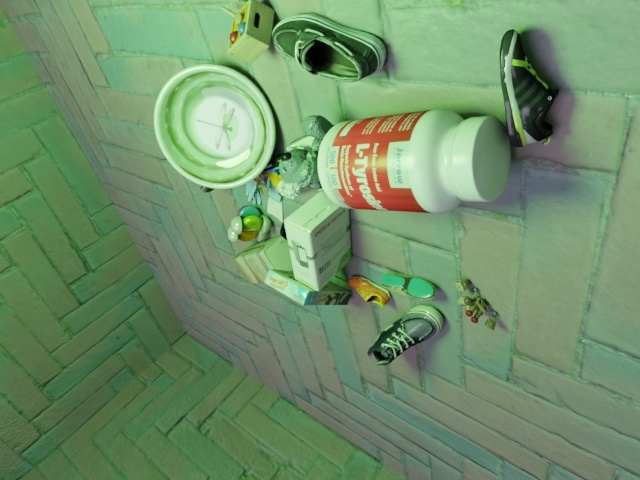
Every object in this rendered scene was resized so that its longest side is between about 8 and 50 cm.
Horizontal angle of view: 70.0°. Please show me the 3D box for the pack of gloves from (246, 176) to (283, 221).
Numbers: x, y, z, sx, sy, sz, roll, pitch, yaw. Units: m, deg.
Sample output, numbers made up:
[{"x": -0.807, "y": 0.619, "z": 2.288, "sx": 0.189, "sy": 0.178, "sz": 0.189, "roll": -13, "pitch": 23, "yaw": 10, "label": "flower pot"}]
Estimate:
[{"x": -0.225, "y": -0.184, "z": 1.733, "sx": 0.195, "sy": 0.046, "sz": 0.232, "roll": 35, "pitch": 146, "yaw": 20, "label": "pack of gloves"}]

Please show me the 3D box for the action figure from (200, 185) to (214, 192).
[{"x": -0.398, "y": -0.315, "z": 1.749, "sx": 0.185, "sy": 0.099, "sz": 0.285, "roll": 51, "pitch": 133, "yaw": 7, "label": "action figure"}]

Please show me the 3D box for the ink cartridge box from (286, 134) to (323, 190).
[{"x": -0.005, "y": -0.247, "z": 1.424, "sx": 0.145, "sy": 0.045, "sz": 0.179, "roll": -9, "pitch": 127, "yaw": 52, "label": "ink cartridge box"}]

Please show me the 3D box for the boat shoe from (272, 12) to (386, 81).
[{"x": -0.007, "y": -0.466, "z": 1.106, "sx": 0.335, "sy": 0.119, "sz": 0.121, "roll": 24, "pitch": 141, "yaw": 32, "label": "boat shoe"}]

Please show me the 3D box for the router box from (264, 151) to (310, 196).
[{"x": -0.108, "y": -0.226, "z": 1.548, "sx": 0.179, "sy": 0.046, "sz": 0.133, "roll": -10, "pitch": 117, "yaw": 54, "label": "router box"}]

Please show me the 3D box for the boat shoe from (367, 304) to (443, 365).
[{"x": 0.289, "y": 0.346, "z": 1.595, "sx": 0.127, "sy": 0.158, "sz": 0.340, "roll": 44, "pitch": 148, "yaw": 6, "label": "boat shoe"}]

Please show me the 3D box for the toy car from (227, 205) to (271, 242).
[{"x": -0.296, "y": -0.074, "z": 1.868, "sx": 0.182, "sy": 0.159, "sz": 0.136, "roll": 129, "pitch": 134, "yaw": -58, "label": "toy car"}]

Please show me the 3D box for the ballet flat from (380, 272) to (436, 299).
[{"x": 0.292, "y": 0.153, "z": 1.489, "sx": 0.206, "sy": 0.073, "sz": 0.067, "roll": 17, "pitch": 164, "yaw": 42, "label": "ballet flat"}]

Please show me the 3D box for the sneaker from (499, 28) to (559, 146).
[{"x": 0.403, "y": -0.292, "z": 0.880, "sx": 0.097, "sy": 0.084, "sz": 0.235, "roll": -7, "pitch": 124, "yaw": 24, "label": "sneaker"}]

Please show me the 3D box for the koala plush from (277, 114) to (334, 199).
[{"x": -0.032, "y": -0.210, "z": 1.288, "sx": 0.221, "sy": 0.196, "sz": 0.203, "roll": -8, "pitch": 159, "yaw": 43, "label": "koala plush"}]

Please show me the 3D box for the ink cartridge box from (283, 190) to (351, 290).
[{"x": 0.000, "y": 0.000, "z": 1.524, "sx": 0.115, "sy": 0.198, "sz": 0.273, "roll": 26, "pitch": 142, "yaw": 31, "label": "ink cartridge box"}]

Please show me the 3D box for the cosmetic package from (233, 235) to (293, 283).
[{"x": -0.230, "y": 0.087, "z": 1.951, "sx": 0.296, "sy": 0.129, "sz": 0.153, "roll": -16, "pitch": 111, "yaw": 54, "label": "cosmetic package"}]

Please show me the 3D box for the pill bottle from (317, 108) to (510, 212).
[{"x": 0.206, "y": -0.180, "z": 1.065, "sx": 0.407, "sy": 0.229, "sz": 0.229, "roll": 7, "pitch": 130, "yaw": 46, "label": "pill bottle"}]

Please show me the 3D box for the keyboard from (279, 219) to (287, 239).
[{"x": -0.077, "y": 0.002, "z": 1.785, "sx": 0.192, "sy": 0.038, "sz": 0.100, "roll": 36, "pitch": 123, "yaw": 19, "label": "keyboard"}]

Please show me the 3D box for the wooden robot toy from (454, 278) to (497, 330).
[{"x": 0.440, "y": 0.196, "z": 1.348, "sx": 0.173, "sy": 0.076, "sz": 0.079, "roll": 50, "pitch": 158, "yaw": -4, "label": "wooden robot toy"}]

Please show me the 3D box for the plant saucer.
[{"x": -0.338, "y": -0.372, "z": 1.507, "sx": 0.400, "sy": 0.100, "sz": 0.400, "roll": 2, "pitch": 115, "yaw": 5, "label": "plant saucer"}]

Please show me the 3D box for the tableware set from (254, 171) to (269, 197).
[{"x": -0.219, "y": -0.231, "z": 1.630, "sx": 0.104, "sy": 0.024, "sz": 0.154, "roll": 35, "pitch": 152, "yaw": 44, "label": "tableware set"}]

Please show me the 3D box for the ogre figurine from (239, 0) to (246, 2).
[{"x": -0.231, "y": -0.709, "z": 1.139, "sx": 0.118, "sy": 0.097, "sz": 0.197, "roll": 19, "pitch": 125, "yaw": 64, "label": "ogre figurine"}]

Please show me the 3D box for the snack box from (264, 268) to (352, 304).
[{"x": -0.037, "y": 0.176, "z": 1.697, "sx": 0.187, "sy": 0.060, "sz": 0.322, "roll": 25, "pitch": -174, "yaw": 32, "label": "snack box"}]

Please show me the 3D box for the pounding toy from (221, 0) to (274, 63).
[{"x": -0.201, "y": -0.569, "z": 1.216, "sx": 0.100, "sy": 0.141, "sz": 0.130, "roll": 14, "pitch": 166, "yaw": -34, "label": "pounding toy"}]

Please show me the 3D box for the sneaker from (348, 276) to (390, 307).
[{"x": 0.166, "y": 0.182, "z": 1.649, "sx": 0.175, "sy": 0.067, "sz": 0.064, "roll": 23, "pitch": 142, "yaw": 35, "label": "sneaker"}]
